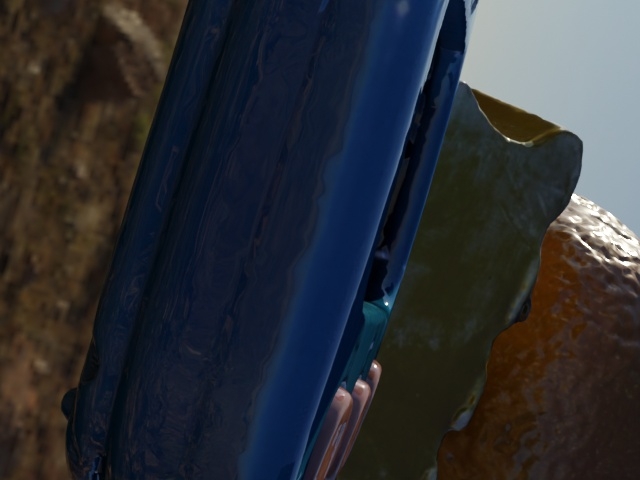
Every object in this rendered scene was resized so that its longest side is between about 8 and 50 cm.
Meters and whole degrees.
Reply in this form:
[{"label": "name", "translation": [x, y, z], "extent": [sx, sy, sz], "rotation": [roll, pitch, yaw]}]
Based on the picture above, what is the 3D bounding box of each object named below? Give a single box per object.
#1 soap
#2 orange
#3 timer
[{"label": "soap", "translation": [0.000, 0.000, 1.197], "extent": [0.293, 0.156, 0.335], "rotation": [-62, -148, 5]}, {"label": "orange", "translation": [0.137, 0.134, 1.352], "extent": [0.322, 0.322, 0.357], "rotation": [-72, -176, -72]}, {"label": "timer", "translation": [-0.010, -0.017, 0.765], "extent": [0.340, 0.115, 0.309], "rotation": [21, 87, -84]}]
